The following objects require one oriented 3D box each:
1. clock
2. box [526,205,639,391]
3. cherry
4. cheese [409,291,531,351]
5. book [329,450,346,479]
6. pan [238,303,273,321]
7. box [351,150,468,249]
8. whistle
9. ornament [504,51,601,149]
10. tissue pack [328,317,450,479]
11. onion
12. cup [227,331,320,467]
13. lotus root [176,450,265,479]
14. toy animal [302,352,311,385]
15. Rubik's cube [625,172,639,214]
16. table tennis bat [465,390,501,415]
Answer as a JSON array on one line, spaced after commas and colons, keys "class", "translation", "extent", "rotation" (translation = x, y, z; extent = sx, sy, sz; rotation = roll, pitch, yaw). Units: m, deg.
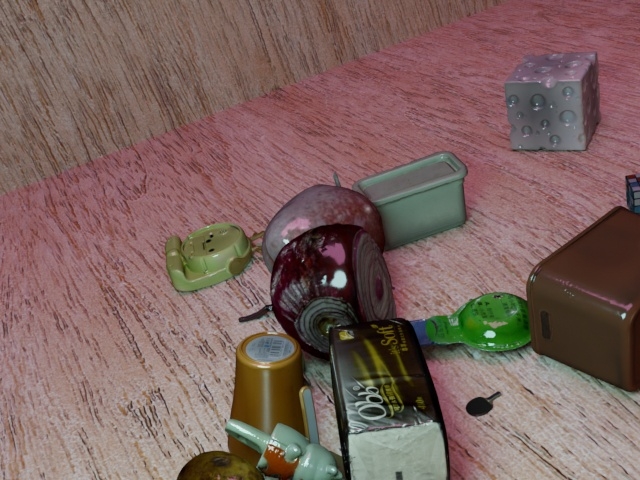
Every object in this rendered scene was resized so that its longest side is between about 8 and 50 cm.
[{"class": "clock", "translation": [-0.310, 0.031, 2.411], "extent": [0.307, 0.096, 0.235], "rotation": [-17, 29, -4]}, {"class": "box", "translation": [0.630, 0.117, 1.661], "extent": [0.339, 0.240, 0.229], "rotation": [-32, 35, -26]}, {"class": "cherry", "translation": [-0.009, 0.001, 2.106], "extent": [0.334, 0.292, 0.326], "rotation": [-21, 12, -26]}, {"class": "cheese", "translation": [0.354, 0.191, 1.823], "extent": [0.320, 0.083, 0.204], "rotation": [-10, 32, 5]}, {"class": "book", "translation": [-0.001, 0.531, 1.479], "extent": [0.216, 0.021, 0.310], "rotation": [14, 41, 42]}, {"class": "pan", "translation": [-0.119, 0.177, 2.125], "extent": [0.212, 0.040, 0.115], "rotation": [-12, 24, 5]}, {"class": "box", "translation": [0.264, -0.106, 2.276], "extent": [0.311, 0.183, 0.175], "rotation": [-18, 29, -5]}, {"class": "whistle", "translation": [-0.066, 0.405, 1.513], "extent": [0.253, 0.102, 0.106], "rotation": [28, 28, 3]}, {"class": "ornament", "translation": [0.746, -0.444, 2.562], "extent": [0.239, 0.240, 0.240], "rotation": [5, 35, 30]}, {"class": "tissue pack", "translation": [0.128, 0.331, 1.551], "extent": [0.198, 0.210, 0.370], "rotation": [-4, 25, -3]}, {"class": "onion", "translation": [0.017, 0.136, 1.838], "extent": [0.260, 0.337, 0.282], "rotation": [-13, 35, 18]}, {"class": "cup", "translation": [-0.088, 0.336, 1.628], "extent": [0.226, 0.264, 0.182], "rotation": [24, 34, 39]}, {"class": "lotus root", "translation": [-0.175, 0.477, 1.475], "extent": [0.141, 0.170, 0.314], "rotation": [-22, 8, -36]}, {"class": "toy animal", "translation": [-0.081, 0.291, 1.866], "extent": [0.098, 0.098, 0.137], "rotation": [-21, 51, -8]}, {"class": "Rubik's cube", "translation": [0.855, -0.117, 2.096], "extent": [0.092, 0.092, 0.092], "rotation": [-9, 31, 12]}, {"class": "table tennis bat", "translation": [0.339, 0.336, 1.659], "extent": [0.083, 0.007, 0.050], "rotation": [-28, 31, -18]}]
